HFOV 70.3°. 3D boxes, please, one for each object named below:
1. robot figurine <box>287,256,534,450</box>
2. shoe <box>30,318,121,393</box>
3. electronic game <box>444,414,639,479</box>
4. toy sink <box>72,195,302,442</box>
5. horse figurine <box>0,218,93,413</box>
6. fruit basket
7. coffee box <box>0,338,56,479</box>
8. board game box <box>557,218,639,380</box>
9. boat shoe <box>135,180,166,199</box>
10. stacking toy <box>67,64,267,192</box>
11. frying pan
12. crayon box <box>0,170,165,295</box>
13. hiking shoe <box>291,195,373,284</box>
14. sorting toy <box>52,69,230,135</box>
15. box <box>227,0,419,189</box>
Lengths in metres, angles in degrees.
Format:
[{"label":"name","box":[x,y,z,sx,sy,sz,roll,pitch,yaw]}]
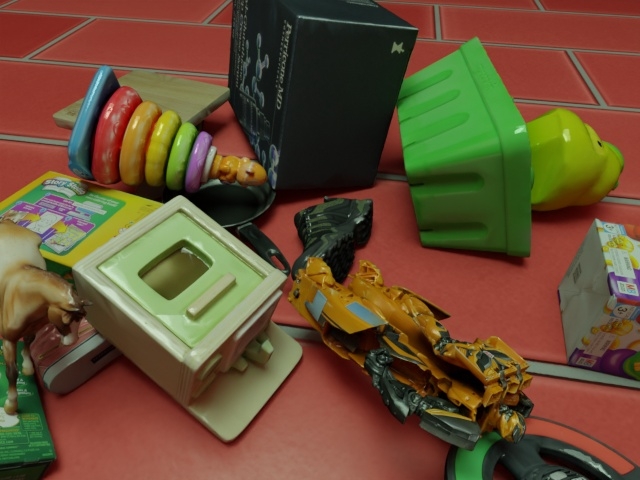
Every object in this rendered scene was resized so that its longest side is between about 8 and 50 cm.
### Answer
[{"label":"robot figurine","box":[0.103,0.115,0.524,0.211,0.085,0.291,4,20,-46]},{"label":"shoe","box":[-0.282,0.112,0.593,0.081,0.064,0.178,36,57,28]},{"label":"electronic game","box":[0.230,0.248,0.419,0.229,0.048,0.229,7,22,-3]},{"label":"toy sink","box":[-0.134,0.085,0.523,0.234,0.131,0.153,38,51,9]},{"label":"horse figurine","box":[-0.339,0.055,0.510,0.066,0.175,0.263,-1,36,-44]},{"label":"fruit basket","box":[0.328,-0.160,0.775,0.391,0.283,0.392,-13,40,11]},{"label":"coffee box","box":[-0.369,0.178,0.492,0.040,0.113,0.184,-52,55,8]},{"label":"board game box","box":[0.472,0.092,0.567,0.275,0.144,0.142,10,44,11]},{"label":"boat shoe","box":[-0.300,-0.112,0.854,0.046,0.038,0.125,45,52,-15]},{"label":"stacking toy","box":[-0.236,-0.143,0.760,0.301,0.175,0.166,16,81,-12]},{"label":"frying pan","box":[-0.125,-0.052,0.782,0.326,0.053,0.197,27,48,24]},{"label":"crayon box","box":[-0.366,-0.006,0.705,0.278,0.081,0.165,16,44,16]},{"label":"hiking shoe","box":[0.000,0.000,0.718,0.114,0.086,0.227,12,34,25]},{"label":"sorting toy","box":[-0.363,-0.257,0.973,0.257,0.090,0.255,16,45,16]},{"label":"box","box":[-0.032,-0.327,0.880,0.211,0.294,0.396,-6,41,-23]}]
